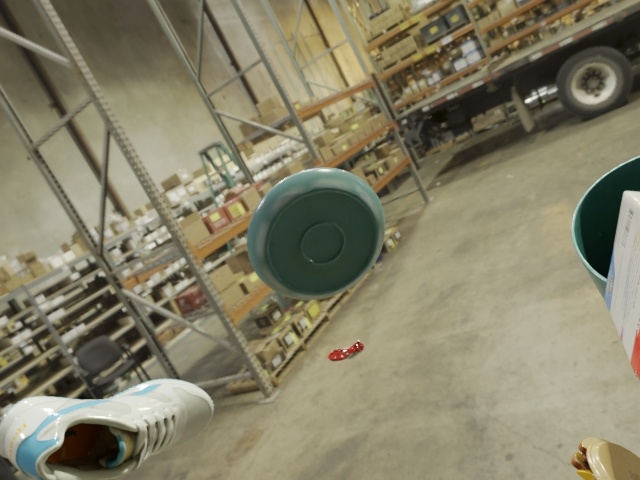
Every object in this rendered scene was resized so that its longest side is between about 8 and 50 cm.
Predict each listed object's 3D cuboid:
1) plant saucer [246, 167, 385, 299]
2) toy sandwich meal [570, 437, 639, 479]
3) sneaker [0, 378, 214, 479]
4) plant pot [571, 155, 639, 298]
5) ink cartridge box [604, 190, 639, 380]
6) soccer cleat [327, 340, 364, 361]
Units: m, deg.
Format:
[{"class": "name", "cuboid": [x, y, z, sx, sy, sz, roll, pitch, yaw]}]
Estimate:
[{"class": "plant saucer", "cuboid": [0.000, 0.000, 1.168, 0.317, 0.317, 0.044, -29, 29, -2]}, {"class": "toy sandwich meal", "cuboid": [0.247, 0.201, 0.442, 0.029, 0.085, 0.085, -62, -7, 27]}, {"class": "sneaker", "cuboid": [-0.201, 0.203, 0.562, 0.092, 0.087, 0.228, 10, 3, 41]}, {"class": "plant pot", "cuboid": [0.570, 0.036, 0.830, 0.293, 0.235, 0.293, -22, 40, 20]}, {"class": "ink cartridge box", "cuboid": [0.329, 0.041, 0.493, 0.078, 0.134, 0.231, 7, 18, 17]}, {"class": "soccer cleat", "cuboid": [0.053, 0.233, 1.099, 0.083, 0.035, 0.029, -18, 49, -24]}]
